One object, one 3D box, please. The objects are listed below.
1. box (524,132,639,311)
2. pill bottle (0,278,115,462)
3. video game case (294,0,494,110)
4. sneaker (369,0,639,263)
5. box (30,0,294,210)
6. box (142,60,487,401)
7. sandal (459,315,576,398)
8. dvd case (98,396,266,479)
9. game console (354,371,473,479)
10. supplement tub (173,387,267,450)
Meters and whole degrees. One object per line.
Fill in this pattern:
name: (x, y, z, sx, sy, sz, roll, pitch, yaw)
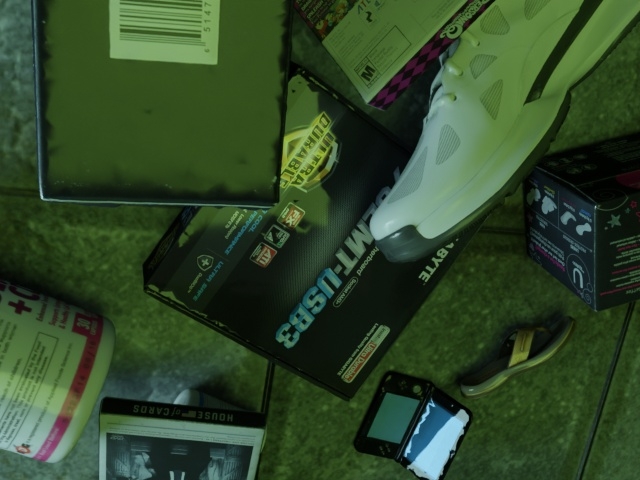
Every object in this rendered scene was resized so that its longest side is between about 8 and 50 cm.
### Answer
box: (0.393, -0.036, 0.906, 0.248, 0.163, 0.142, -14, 116, -10)
pill bottle: (-0.367, 0.106, 0.752, 0.283, 0.160, 0.160, 24, 101, -22)
video game case: (0.076, -0.272, 0.688, 0.232, 0.210, 0.042, -44, 153, 22)
sneaker: (0.136, -0.207, 0.768, 0.257, 0.169, 0.447, 40, 77, -9)
box: (-0.135, -0.207, 0.628, 0.183, 0.294, 0.296, 1, 109, -13)
box: (0.000, 0.000, 0.864, 0.293, 0.073, 0.295, 34, 98, -22)
sandal: (0.257, 0.146, 0.994, 0.180, 0.072, 0.049, -30, 93, 2)
dvd case: (-0.168, 0.277, 0.884, 0.180, 0.029, 0.238, 7, 127, -8)
game console: (0.119, 0.248, 0.984, 0.107, 0.071, 0.122, 18, 103, -21)
supplement tub: (-0.127, 0.228, 0.910, 0.107, 0.071, 0.071, 27, 100, -21)
